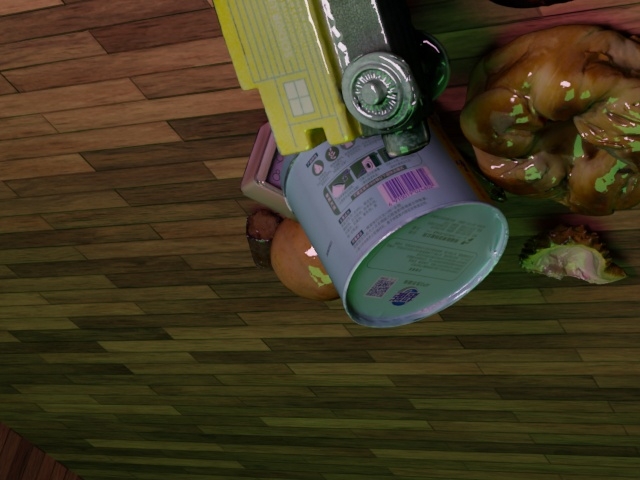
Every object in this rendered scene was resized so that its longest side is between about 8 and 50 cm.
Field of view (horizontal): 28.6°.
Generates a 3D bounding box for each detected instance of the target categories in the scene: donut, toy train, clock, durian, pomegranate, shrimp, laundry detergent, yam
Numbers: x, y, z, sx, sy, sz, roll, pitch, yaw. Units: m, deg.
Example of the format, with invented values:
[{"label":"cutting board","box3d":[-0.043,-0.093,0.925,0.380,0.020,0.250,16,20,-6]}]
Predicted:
[{"label":"donut","box3d":[0.390,-0.171,1.868,0.360,0.170,0.360,12,153,6]},{"label":"toy train","box3d":[-0.001,-0.310,1.651,0.272,0.179,0.442,-9,106,32]},{"label":"clock","box3d":[-0.028,-0.113,2.178,0.192,0.147,0.071,28,153,-20]},{"label":"durian","box3d":[0.465,0.020,2.262,0.224,0.078,0.140,17,140,-26]},{"label":"pomegranate","box3d":[0.009,0.014,2.322,0.207,0.207,0.207,11,150,6]},{"label":"shrimp","box3d":[0.236,-0.103,2.190,0.178,0.034,0.124,32,150,-24]},{"label":"laundry detergent","box3d":[0.103,-0.067,1.992,0.287,0.305,0.287,-19,145,-14]},{"label":"yam","box3d":[-0.106,0.003,2.484,0.079,0.079,0.141,10,152,8]}]

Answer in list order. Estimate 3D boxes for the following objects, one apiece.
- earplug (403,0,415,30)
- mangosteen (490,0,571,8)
[{"label":"earplug","box3d":[0.034,-0.276,1.853,0.164,0.280,0.257,-1,129,-39]},{"label":"mangosteen","box3d":[0.269,-0.390,1.520,0.216,0.216,0.216,11,150,6]}]
